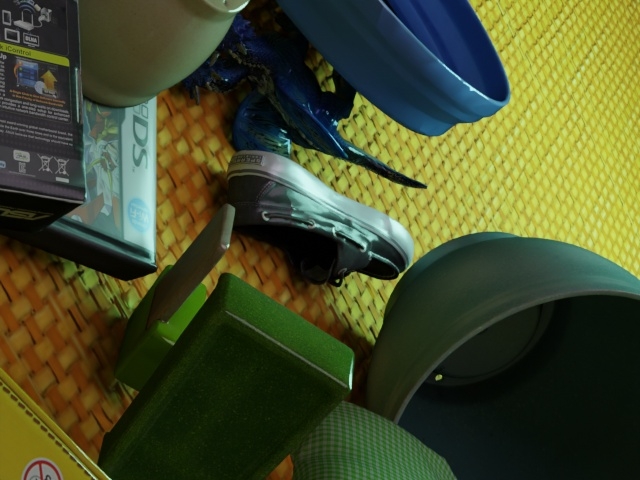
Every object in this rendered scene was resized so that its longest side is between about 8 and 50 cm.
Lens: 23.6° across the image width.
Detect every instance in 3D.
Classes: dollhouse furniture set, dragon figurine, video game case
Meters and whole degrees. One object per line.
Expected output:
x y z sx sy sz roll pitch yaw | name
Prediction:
0.023 0.122 1.026 0.301 0.151 0.197 33 24 -15 | dollhouse furniture set
-0.024 -0.105 1.302 0.289 0.085 0.144 52 33 -27 | dragon figurine
-0.206 -0.127 1.002 0.275 0.035 0.248 26 56 -50 | video game case

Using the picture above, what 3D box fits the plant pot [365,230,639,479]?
0.162 0.113 1.325 0.293 0.293 0.196 47 8 -35 | plant pot

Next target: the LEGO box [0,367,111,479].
-0.206 0.256 0.578 0.500 0.193 0.372 52 44 -27 | LEGO box

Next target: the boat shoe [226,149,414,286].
0.000 0.000 1.292 0.228 0.080 0.076 34 59 -50 | boat shoe

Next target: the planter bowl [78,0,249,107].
-0.114 -0.183 1.032 0.162 0.109 0.162 30 51 -46 | planter bowl

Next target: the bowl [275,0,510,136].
0.025 -0.259 1.392 0.391 0.077 0.391 45 20 -22 | bowl

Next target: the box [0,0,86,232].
-0.262 -0.129 0.844 0.270 0.060 0.216 9 66 -38 | box
